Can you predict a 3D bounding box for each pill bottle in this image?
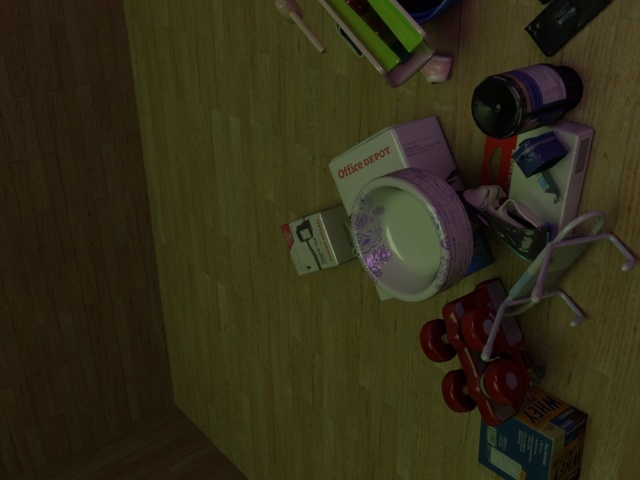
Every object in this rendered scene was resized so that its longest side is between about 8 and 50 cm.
[{"bbox_3d":[0.407,-0.276,1.388,0.123,0.219,0.122,29,128,44],"label":"pill bottle"}]

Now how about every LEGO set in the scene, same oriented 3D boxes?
[{"bbox_3d":[0.521,0.321,1.717,0.083,0.023,0.054,113,160,-66],"label":"LEGO set"}]

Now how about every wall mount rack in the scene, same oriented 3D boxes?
[{"bbox_3d":[0.456,0.103,1.440,0.130,0.304,0.350,61,147,31],"label":"wall mount rack"}]

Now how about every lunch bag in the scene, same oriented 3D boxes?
[{"bbox_3d":[0.426,-0.172,1.409,0.065,0.098,0.067,60,149,15],"label":"lunch bag"}]

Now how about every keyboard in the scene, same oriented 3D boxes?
[{"bbox_3d":[0.472,-0.450,1.386,0.108,0.023,0.180,56,143,8],"label":"keyboard"}]

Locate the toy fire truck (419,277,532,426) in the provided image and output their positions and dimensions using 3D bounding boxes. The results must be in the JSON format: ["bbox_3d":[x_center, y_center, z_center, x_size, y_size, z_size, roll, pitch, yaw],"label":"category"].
[{"bbox_3d":[0.394,0.255,1.654,0.169,0.254,0.302,-28,83,49],"label":"toy fire truck"}]

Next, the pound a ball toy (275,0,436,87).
[{"bbox_3d":[0.076,-0.466,1.571,0.208,0.136,0.319,-41,69,13],"label":"pound a ball toy"}]

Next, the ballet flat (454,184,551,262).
[{"bbox_3d":[0.383,-0.061,1.541,0.280,0.095,0.096,37,126,34],"label":"ballet flat"}]

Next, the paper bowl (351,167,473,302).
[{"bbox_3d":[0.212,-0.019,1.566,0.284,0.148,0.284,27,126,43],"label":"paper bowl"}]

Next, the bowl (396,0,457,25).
[{"bbox_3d":[0.187,-0.662,1.550,0.391,0.077,0.391,24,123,44],"label":"bowl"}]

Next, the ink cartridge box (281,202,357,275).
[{"bbox_3d":[0.000,0.000,2.197,0.237,0.100,0.172,-18,93,56],"label":"ink cartridge box"}]

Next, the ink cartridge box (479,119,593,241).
[{"bbox_3d":[0.438,-0.132,1.559,0.261,0.066,0.296,30,130,42],"label":"ink cartridge box"}]

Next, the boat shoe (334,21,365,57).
[{"bbox_3d":[0.075,-0.556,1.827,0.226,0.076,0.083,53,142,23],"label":"boat shoe"}]

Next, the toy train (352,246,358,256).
[{"bbox_3d":[0.137,-0.026,2.049,0.125,0.046,0.166,26,124,47],"label":"toy train"}]

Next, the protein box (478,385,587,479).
[{"bbox_3d":[0.504,0.478,1.719,0.201,0.136,0.199,25,126,46],"label":"protein box"}]

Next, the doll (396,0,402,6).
[{"bbox_3d":[0.197,-0.560,1.685,0.189,0.046,0.129,-36,77,55],"label":"doll"}]

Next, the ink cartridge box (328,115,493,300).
[{"bbox_3d":[0.219,-0.075,1.799,0.285,0.166,0.394,-22,89,55],"label":"ink cartridge box"}]

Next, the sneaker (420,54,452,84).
[{"bbox_3d":[0.248,-0.406,1.688,0.134,0.051,0.070,25,121,41],"label":"sneaker"}]
